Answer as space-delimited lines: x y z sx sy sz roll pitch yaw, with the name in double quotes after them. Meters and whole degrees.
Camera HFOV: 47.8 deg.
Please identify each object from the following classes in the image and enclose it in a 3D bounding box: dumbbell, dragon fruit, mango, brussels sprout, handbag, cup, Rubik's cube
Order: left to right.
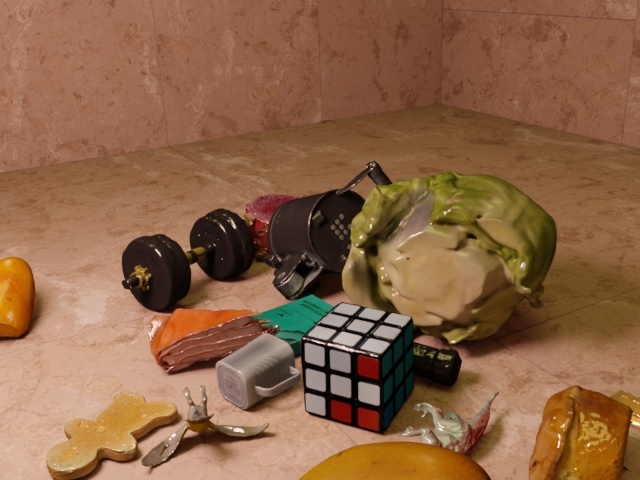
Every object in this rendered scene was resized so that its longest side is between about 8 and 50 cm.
-0.722 0.129 1.664 0.126 0.153 0.252 2 34 -10 "mango"
-0.321 0.042 1.781 0.185 0.185 0.388 14 27 36 "dumbbell"
-0.108 0.250 1.353 0.128 0.095 0.129 20 33 39 "cup"
-0.127 -0.033 2.037 0.282 0.147 0.211 -21 37 -35 "dragon fruit"
0.069 0.224 1.305 0.163 0.162 0.160 10 25 26 "Rubik's cube"
0.092 0.362 0.951 0.317 0.173 0.211 -5 24 29 "mango"
0.284 0.021 1.566 0.425 0.342 0.361 8 17 17 "brussels sprout"
0.546 0.293 1.263 0.061 0.027 0.083 -17 25 -31 "handbag"

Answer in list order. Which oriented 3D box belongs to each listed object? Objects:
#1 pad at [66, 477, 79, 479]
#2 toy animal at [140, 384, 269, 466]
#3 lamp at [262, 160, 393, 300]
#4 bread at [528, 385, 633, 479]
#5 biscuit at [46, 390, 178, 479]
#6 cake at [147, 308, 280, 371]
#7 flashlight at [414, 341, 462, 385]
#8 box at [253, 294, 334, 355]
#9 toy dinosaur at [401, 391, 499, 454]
-0.395 0.427 1.047 0.143 0.003 0.211 11 25 29 "pad"
-0.206 0.296 1.243 0.219 0.095 0.155 -7 26 -15 "toy animal"
0.005 -0.024 1.802 0.374 0.205 0.272 -44 21 -8 "lamp"
0.410 0.305 1.112 0.143 0.139 0.229 15 27 20 "bread"
-0.368 0.335 1.243 0.153 0.030 0.234 8 24 26 "biscuit"
-0.222 0.197 1.451 0.287 0.098 0.135 -8 32 19 "cake"
0.156 0.225 1.406 0.232 0.093 0.093 14 27 26 "flashlight"
-0.060 0.189 1.568 0.226 0.042 0.161 -18 26 -35 "box"
0.234 0.318 1.195 0.242 0.053 0.167 -14 25 -28 "toy dinosaur"
